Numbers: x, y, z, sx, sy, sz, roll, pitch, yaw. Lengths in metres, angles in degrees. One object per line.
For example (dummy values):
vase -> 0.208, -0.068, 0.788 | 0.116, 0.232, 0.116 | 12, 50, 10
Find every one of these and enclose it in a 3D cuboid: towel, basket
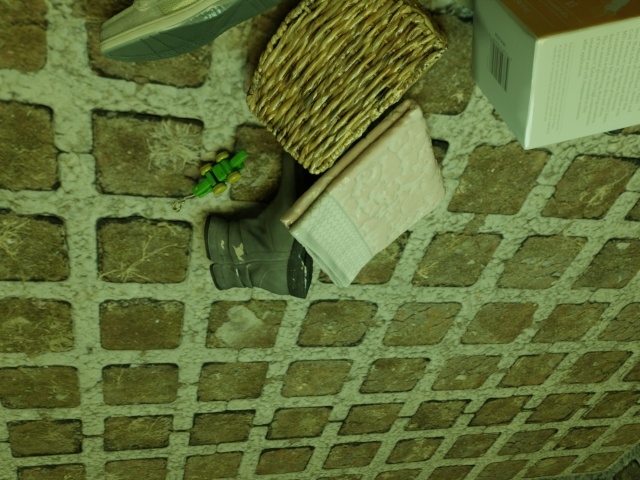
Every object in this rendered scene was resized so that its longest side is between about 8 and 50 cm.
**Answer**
towel -> 0.102, -0.068, 1.105 | 0.317, 0.053, 0.332 | -43, 151, -2
basket -> 0.039, -0.294, 0.961 | 0.213, 0.223, 0.299 | 45, 115, -6

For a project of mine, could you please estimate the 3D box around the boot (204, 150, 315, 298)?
boot -> -0.128, -0.032, 1.152 | 0.223, 0.118, 0.337 | 6, 113, 8

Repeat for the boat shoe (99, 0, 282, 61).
boat shoe -> -0.183, -0.357, 0.841 | 0.321, 0.103, 0.118 | -23, 180, 11

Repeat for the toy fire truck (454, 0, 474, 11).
toy fire truck -> 0.320, -0.423, 0.891 | 0.247, 0.158, 0.216 | -10, 136, -20

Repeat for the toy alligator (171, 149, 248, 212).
toy alligator -> -0.204, -0.113, 1.104 | 0.190, 0.056, 0.051 | -35, 172, 19

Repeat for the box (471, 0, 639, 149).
box -> 0.415, -0.286, 0.803 | 0.346, 0.214, 0.168 | -13, 134, -1

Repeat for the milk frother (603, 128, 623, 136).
milk frother -> 0.549, -0.288, 1.113 | 0.143, 0.129, 0.134 | 34, 129, 13
